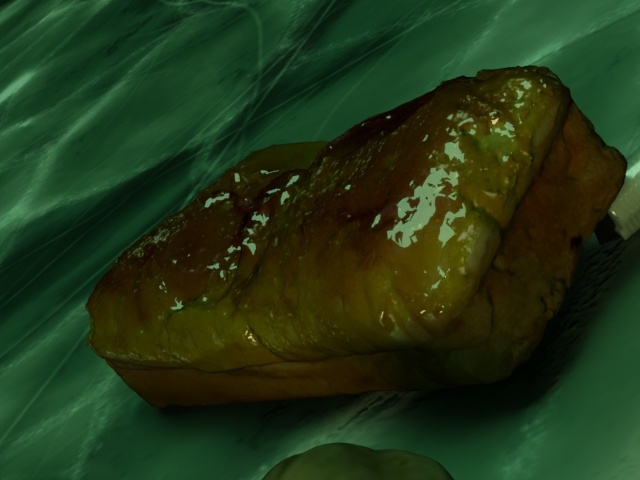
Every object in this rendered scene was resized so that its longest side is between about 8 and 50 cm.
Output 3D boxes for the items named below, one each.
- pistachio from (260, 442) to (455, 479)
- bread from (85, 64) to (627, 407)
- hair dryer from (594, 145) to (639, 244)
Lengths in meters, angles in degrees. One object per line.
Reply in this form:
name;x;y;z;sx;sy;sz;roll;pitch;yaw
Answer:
pistachio;0.021;0.153;0.704;0.126;0.108;0.185;-56;25;15
bread;0.000;0.000;1.006;0.380;0.109;0.185;-12;45;54
hair dryer;0.232;-0.083;0.941;0.236;0.073;0.131;-45;19;3
